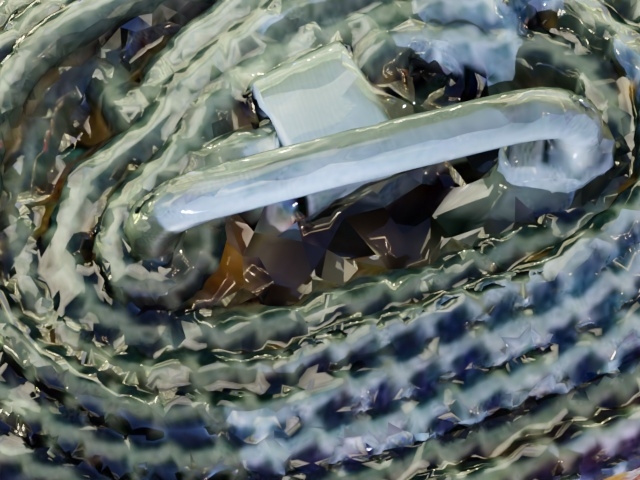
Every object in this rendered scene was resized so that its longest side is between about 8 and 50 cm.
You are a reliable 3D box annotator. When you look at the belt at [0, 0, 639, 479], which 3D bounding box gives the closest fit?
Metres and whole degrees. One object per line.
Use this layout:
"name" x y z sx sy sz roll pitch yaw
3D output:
"belt" 0.000 0.000 0.438 0.295 0.160 0.207 -11 68 2
